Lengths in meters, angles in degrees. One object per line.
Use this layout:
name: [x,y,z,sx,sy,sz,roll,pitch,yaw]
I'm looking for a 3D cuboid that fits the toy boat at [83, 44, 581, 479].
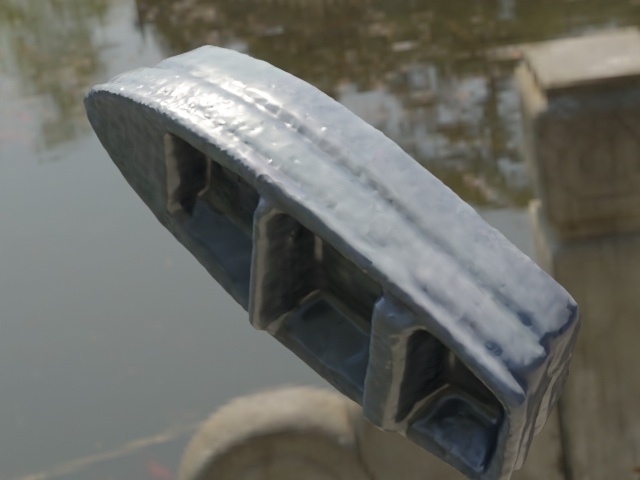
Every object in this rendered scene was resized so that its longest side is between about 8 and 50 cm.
toy boat: [0.000,0.000,0.859,0.283,0.127,0.078,40,65,21]
